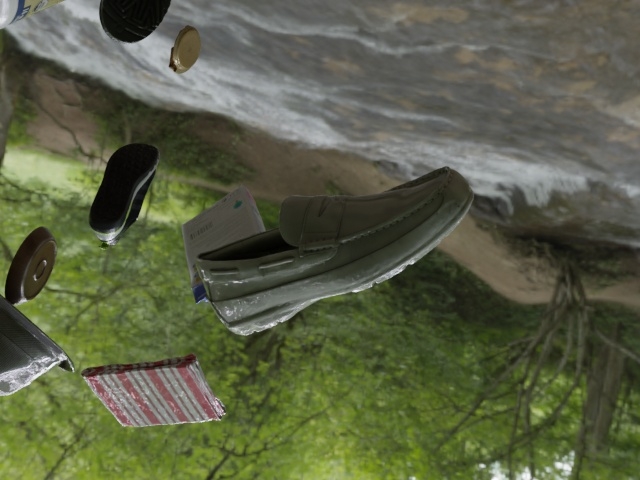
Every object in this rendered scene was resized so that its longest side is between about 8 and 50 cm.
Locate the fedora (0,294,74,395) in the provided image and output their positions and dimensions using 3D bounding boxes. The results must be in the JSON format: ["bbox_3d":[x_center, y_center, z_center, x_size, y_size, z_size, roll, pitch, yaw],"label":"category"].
[{"bbox_3d":[-0.574,0.193,1.041,0.243,0.124,0.275,49,154,-19],"label":"fedora"}]

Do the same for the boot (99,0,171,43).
[{"bbox_3d":[-0.433,-0.598,1.358,0.131,0.348,0.260,30,167,-32],"label":"boot"}]

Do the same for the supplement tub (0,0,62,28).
[{"bbox_3d":[-0.548,-0.541,1.049,0.228,0.228,0.316,4,-141,28],"label":"supplement tub"}]

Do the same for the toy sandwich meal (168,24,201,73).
[{"bbox_3d":[-0.243,-0.340,1.021,0.029,0.085,0.085,23,-178,15],"label":"toy sandwich meal"}]

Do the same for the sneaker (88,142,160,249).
[{"bbox_3d":[-0.380,-0.088,1.107,0.084,0.234,0.097,18,144,1],"label":"sneaker"}]

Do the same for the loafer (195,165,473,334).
[{"bbox_3d":[0.000,0.000,0.601,0.319,0.111,0.112,-27,-165,23],"label":"loafer"}]

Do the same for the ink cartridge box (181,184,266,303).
[{"bbox_3d":[-0.209,0.012,1.283,0.065,0.186,0.311,54,-175,-34],"label":"ink cartridge box"}]

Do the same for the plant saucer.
[{"bbox_3d":[-0.575,0.055,1.159,0.029,0.168,0.168,19,176,-5],"label":"plant saucer"}]

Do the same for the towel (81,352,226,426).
[{"bbox_3d":[-0.265,0.244,0.925,0.197,0.144,0.029,-8,-144,13],"label":"towel"}]
